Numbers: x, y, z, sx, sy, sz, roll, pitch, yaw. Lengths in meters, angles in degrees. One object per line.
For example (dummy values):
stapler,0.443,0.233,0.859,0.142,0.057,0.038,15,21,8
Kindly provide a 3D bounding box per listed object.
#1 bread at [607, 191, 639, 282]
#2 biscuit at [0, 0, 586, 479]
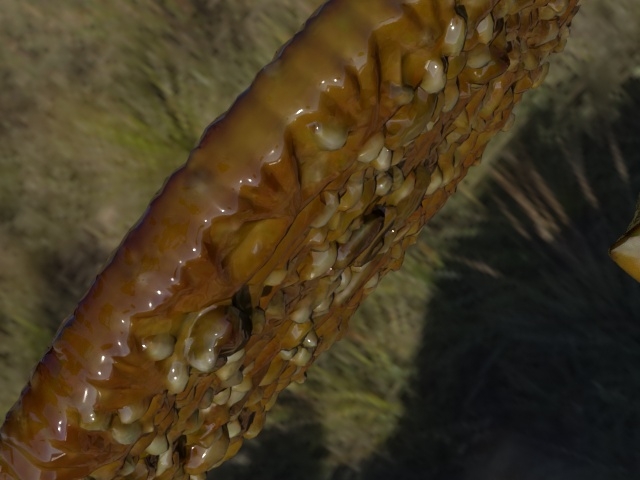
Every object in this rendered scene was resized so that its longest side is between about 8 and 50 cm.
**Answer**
bread,0.252,0.062,0.470,0.138,0.361,0.077,-47,10,19
biscuit,0.000,0.000,0.560,0.038,0.305,0.305,40,93,8
